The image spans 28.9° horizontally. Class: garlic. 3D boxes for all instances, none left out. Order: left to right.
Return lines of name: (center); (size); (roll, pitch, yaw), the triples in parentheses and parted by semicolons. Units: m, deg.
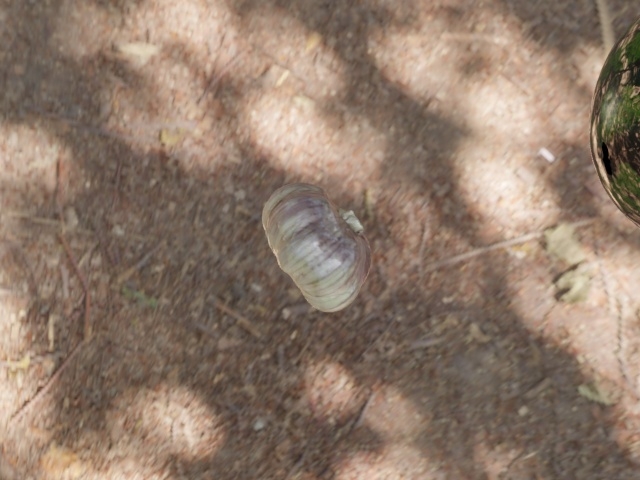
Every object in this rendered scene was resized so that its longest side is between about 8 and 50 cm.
garlic: (0.000, 0.000, 1.443); (0.102, 0.147, 0.159); (-38, 44, 12)

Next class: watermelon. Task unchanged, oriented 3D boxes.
watermelon: (0.374, -0.114, 1.135); (0.268, 0.269, 0.269); (5, 67, -13)
